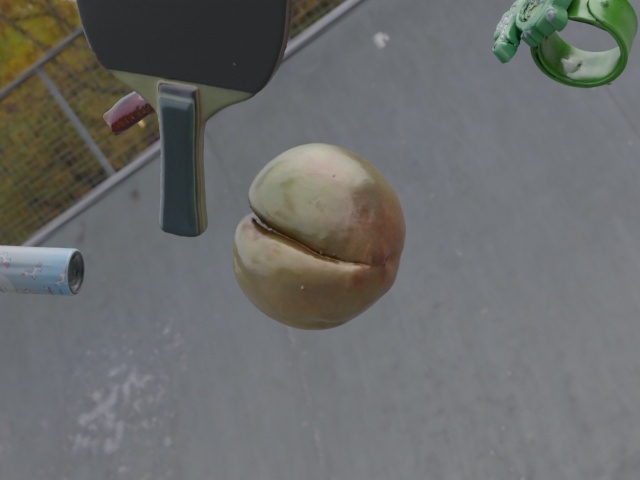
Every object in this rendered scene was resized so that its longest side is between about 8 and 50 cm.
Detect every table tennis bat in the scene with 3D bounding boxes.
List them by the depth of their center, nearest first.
[{"bbox_3d":[-0.093,-0.126,0.717,0.154,0.274,0.021,12,30,16],"label":"table tennis bat"}]

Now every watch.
[{"bbox_3d":[0.336,-0.278,1.463,0.165,0.152,0.131,-36,25,52],"label":"watch"}]

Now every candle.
[{"bbox_3d":[-0.242,-0.257,1.810,0.302,0.059,0.084,-24,30,30],"label":"candle"}]

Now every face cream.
[{"bbox_3d":[-0.483,0.044,1.674,0.229,0.075,0.075,2,12,10],"label":"face cream"}]

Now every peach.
[{"bbox_3d":[0.000,-0.001,1.682,0.292,0.292,0.247,-33,-28,20],"label":"peach"}]
